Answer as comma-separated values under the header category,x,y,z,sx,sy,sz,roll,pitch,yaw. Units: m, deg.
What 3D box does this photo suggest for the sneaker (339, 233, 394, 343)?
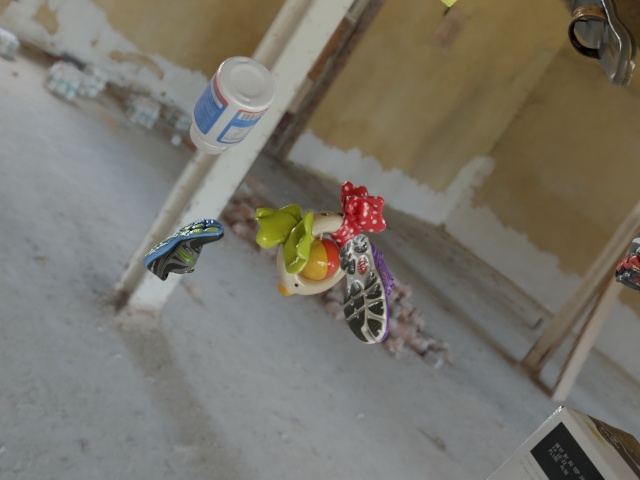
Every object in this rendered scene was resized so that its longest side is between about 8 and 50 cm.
category,x,y,z,sx,sy,sz,roll,pitch,yaw
sneaker,0.074,0.064,1.099,0.071,0.068,0.170,30,38,-31

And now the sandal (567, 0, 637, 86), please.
category,x,y,z,sx,sy,sz,roll,pitch,yaw
sandal,0.376,-0.282,1.150,0.060,0.090,0.219,-3,44,1

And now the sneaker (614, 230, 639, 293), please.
category,x,y,z,sx,sy,sz,roll,pitch,yaw
sneaker,0.657,0.011,1.545,0.098,0.135,0.276,29,-18,-5

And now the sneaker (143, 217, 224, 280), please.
category,x,y,z,sx,sy,sz,roll,pitch,yaw
sneaker,-0.250,0.019,1.577,0.078,0.188,0.067,53,27,-16

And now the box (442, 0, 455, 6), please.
category,x,y,z,sx,sy,sz,roll,pitch,yaw
box,0.288,-0.533,1.489,0.087,0.232,0.058,59,22,18

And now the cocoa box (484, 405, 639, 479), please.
category,x,y,z,sx,sy,sz,roll,pitch,yaw
cocoa box,0.439,0.467,1.247,0.228,0.231,0.347,26,23,-39

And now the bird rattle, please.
category,x,y,z,sx,sy,sz,roll,pitch,yaw
bird rattle,0.000,0.000,1.515,0.253,0.207,0.143,-18,40,-40

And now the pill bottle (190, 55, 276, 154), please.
category,x,y,z,sx,sy,sz,roll,pitch,yaw
pill bottle,-0.187,-0.265,1.687,0.124,0.221,0.124,12,63,-25
